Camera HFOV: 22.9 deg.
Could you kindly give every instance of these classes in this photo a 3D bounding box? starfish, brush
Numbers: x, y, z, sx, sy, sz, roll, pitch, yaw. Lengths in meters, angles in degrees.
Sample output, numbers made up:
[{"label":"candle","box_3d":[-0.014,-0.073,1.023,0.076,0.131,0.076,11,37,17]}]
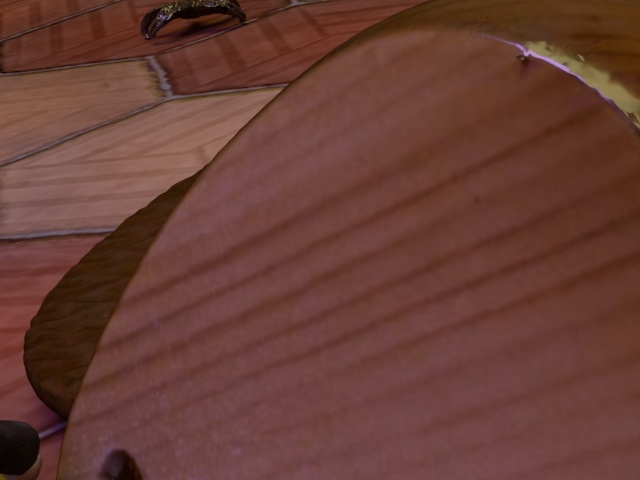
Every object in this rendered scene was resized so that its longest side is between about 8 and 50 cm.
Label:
[{"label":"starfish","box_3d":[-0.100,-0.185,1.285,0.091,0.028,0.078,-20,19,-36]},{"label":"brush","box_3d":[0.054,0.033,0.432,0.166,0.174,0.267,-9,-8,-45]}]

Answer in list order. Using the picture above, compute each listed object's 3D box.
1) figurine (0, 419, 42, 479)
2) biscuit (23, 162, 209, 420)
[{"label":"figurine","box_3d":[-0.144,0.066,0.455,0.112,0.137,0.229,-55,6,-8]},{"label":"biscuit","box_3d":[0.001,0.001,0.643,0.262,0.037,0.262,-22,20,9]}]
